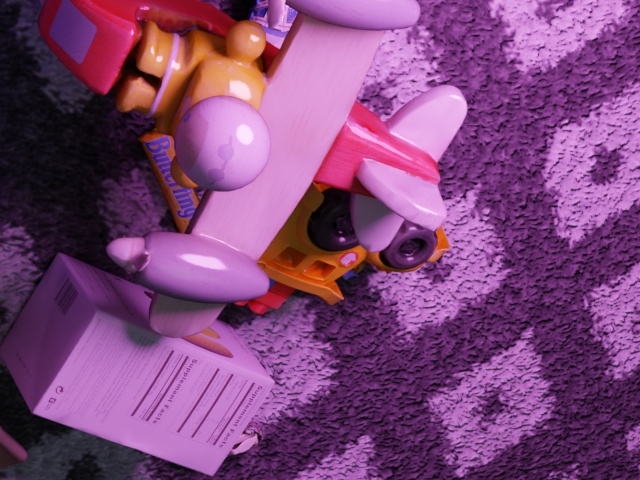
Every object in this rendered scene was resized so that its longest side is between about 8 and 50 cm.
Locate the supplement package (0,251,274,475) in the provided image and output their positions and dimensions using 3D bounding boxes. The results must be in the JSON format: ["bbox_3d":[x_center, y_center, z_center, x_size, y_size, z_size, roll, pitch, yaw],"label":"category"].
[{"bbox_3d":[-0.198,0.136,1.778,0.244,0.139,0.134,26,103,-37],"label":"supplement package"}]

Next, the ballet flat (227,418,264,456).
[{"bbox_3d":[-0.118,0.243,1.940,0.114,0.041,0.041,-20,123,-17],"label":"ballet flat"}]

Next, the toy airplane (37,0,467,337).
[{"bbox_3d":[-0.050,-0.104,1.545,0.384,0.272,0.386,-12,109,15],"label":"toy airplane"}]

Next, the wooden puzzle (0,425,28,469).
[{"bbox_3d":[-0.519,0.229,1.669,0.348,0.080,0.322,-34,140,-2],"label":"wooden puzzle"}]

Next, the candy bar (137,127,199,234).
[{"bbox_3d":[-0.156,-0.058,1.771,0.040,0.018,0.161,-28,126,-12],"label":"candy bar"}]

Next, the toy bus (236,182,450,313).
[{"bbox_3d":[0.000,0.000,1.818,0.220,0.149,0.211,22,117,-37],"label":"toy bus"}]

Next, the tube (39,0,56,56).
[{"bbox_3d":[-0.253,-0.290,1.573,0.070,0.062,0.240,-2,133,16],"label":"tube"}]

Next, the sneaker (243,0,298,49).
[{"bbox_3d":[-0.047,-0.236,1.708,0.211,0.080,0.081,-43,106,-2],"label":"sneaker"}]
